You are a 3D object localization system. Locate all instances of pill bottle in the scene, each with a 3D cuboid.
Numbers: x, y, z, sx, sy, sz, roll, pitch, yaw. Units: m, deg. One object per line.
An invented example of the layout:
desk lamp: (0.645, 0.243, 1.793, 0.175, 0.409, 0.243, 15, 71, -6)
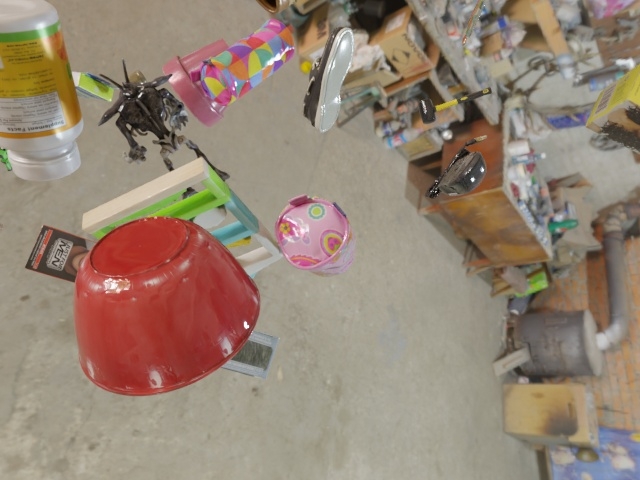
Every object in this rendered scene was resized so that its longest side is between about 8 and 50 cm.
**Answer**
pill bottle: (-0.443, -0.220, 0.694, 0.136, 0.136, 0.246, -51, 155, -47)

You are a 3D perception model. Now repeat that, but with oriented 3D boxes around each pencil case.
pencil case: (-0.158, -0.384, 0.985, 0.236, 0.104, 0.104, -46, 116, -32)
pencil case: (0.000, 0.000, 0.816, 0.284, 0.124, 0.124, 46, 36, -79)

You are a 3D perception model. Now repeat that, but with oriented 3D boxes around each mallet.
mallet: (0.353, -0.375, 1.224, 0.062, 0.189, 0.039, 69, 14, 9)

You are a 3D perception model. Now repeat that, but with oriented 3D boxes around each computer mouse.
computer mouse: (0.350, -0.173, 1.081, 0.060, 0.262, 0.184, 38, 86, -2)

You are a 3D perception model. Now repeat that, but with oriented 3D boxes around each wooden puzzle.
wooden puzzle: (0.230, -0.332, 0.688, 0.006, 0.083, 0.049, 19, 36, 0)

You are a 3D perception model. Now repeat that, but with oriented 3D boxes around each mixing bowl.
mixing bowl: (-0.155, 0.042, 0.436, 0.181, 0.181, 0.098, -57, 149, -44)

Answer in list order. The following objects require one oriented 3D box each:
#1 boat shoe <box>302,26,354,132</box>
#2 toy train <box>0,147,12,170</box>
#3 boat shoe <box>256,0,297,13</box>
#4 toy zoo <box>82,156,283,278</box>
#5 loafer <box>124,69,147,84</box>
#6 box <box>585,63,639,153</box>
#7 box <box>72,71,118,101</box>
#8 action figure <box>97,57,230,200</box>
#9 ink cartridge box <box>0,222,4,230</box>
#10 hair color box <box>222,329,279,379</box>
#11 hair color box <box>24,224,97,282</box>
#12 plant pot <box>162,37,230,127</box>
boat shoe: (0.005, -0.178, 0.506, 0.038, 0.125, 0.046, 40, 59, 18)
toy train: (-0.680, -0.175, 0.999, 0.017, 0.083, 0.024, 18, 66, -13)
boat shoe: (-0.132, -0.497, 0.695, 0.324, 0.122, 0.120, 42, 68, -33)
toy zoo: (-0.186, 0.006, 0.724, 0.293, 0.192, 0.030, 55, 15, -54)
loafer: (-0.472, -0.367, 1.175, 0.050, 0.148, 0.056, -30, 68, -30)
box: (0.453, -0.122, 0.549, 0.058, 0.232, 0.087, -63, 176, -7)
box: (-0.636, -0.408, 1.211, 0.109, 0.178, 0.043, 12, 91, -69)
action figure: (-0.305, -0.199, 0.881, 0.164, 0.141, 0.276, -40, 110, -17)
ink cartridge box: (-0.545, -0.006, 0.596, 0.148, 0.086, 0.203, 37, 6, -18)
hair color box: (-0.300, 0.262, 1.245, 0.185, 0.374, 0.114, 28, 72, -35)
hair color box: (-0.376, 0.033, 0.730, 0.141, 0.043, 0.072, 22, 80, -27)
plant pot: (-0.297, -0.443, 1.261, 0.201, 0.180, 0.201, 54, 7, -9)
